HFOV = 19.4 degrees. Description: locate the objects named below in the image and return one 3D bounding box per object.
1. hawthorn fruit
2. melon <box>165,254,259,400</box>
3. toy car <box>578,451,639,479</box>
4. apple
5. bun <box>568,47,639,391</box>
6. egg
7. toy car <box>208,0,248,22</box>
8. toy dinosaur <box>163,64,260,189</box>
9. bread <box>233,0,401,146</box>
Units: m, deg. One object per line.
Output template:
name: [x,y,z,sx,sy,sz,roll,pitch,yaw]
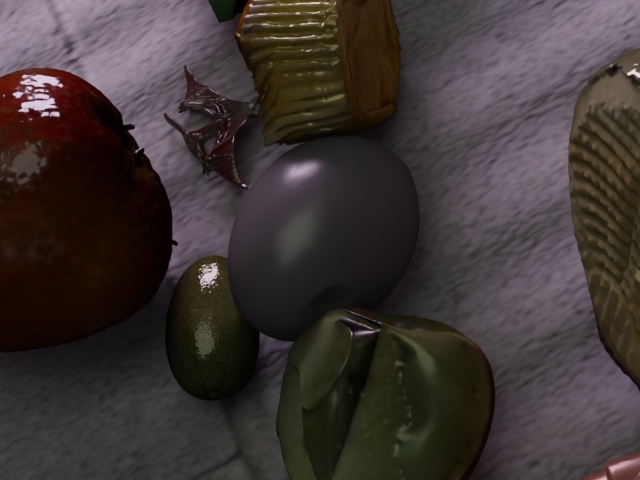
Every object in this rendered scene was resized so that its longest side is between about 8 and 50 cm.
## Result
hawthorn fruit: [-0.330,-0.013,1.932,0.369,0.285,0.285,-21,55,15]
melon: [-0.110,0.087,1.901,0.099,0.099,0.162,-11,56,13]
toy car: [0.268,0.275,1.588,0.270,0.212,0.180,-21,55,6]
apple: [0.060,0.163,1.756,0.207,0.174,0.188,10,91,18]
bun: [0.365,-0.006,1.634,0.202,0.364,0.364,-17,54,-13]
egg: [0.000,0.000,1.862,0.176,0.176,0.232,15,48,26]
toy car: [-0.038,-0.383,2.113,0.358,0.176,0.213,-23,57,5]
toy dinosaur: [-0.111,-0.129,2.073,0.108,0.032,0.220,-30,46,5]
bread: [-0.002,-0.192,1.951,0.133,0.179,0.250,1,16,16]
